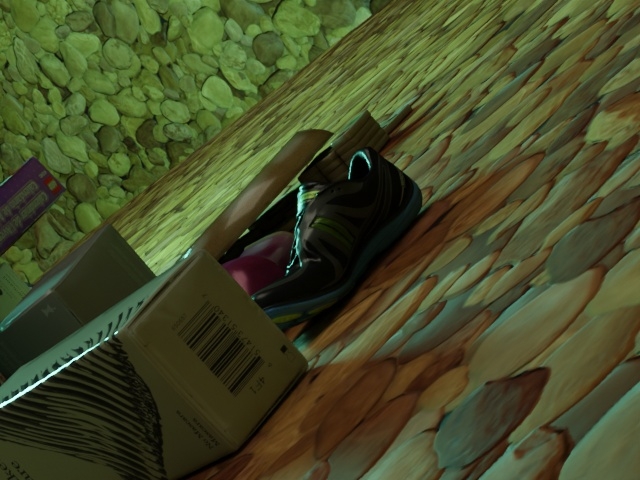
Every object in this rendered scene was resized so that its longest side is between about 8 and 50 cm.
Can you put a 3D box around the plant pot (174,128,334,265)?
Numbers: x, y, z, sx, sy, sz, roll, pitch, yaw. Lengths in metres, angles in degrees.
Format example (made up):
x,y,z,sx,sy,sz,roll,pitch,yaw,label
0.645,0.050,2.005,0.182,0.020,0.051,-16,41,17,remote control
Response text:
x,y,z,sx,sy,sz,roll,pitch,yaw,label
-0.077,-0.035,1.867,0.236,0.032,0.236,-47,2,2,plant pot

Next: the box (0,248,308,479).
x,y,z,sx,sy,sz,roll,pitch,yaw,label
-0.137,0.112,1.229,0.275,0.113,0.094,-34,12,50,box

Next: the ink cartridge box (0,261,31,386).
x,y,z,sx,sy,sz,roll,pitch,yaw,label
-0.346,0.136,1.902,0.092,0.158,0.218,-38,9,20,ink cartridge box

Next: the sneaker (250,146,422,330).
x,y,z,sx,sy,sz,roll,pitch,yaw,label
0.000,0.000,1.300,0.188,0.078,0.067,-48,10,-37,sneaker

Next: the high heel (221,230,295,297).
x,y,z,sx,sy,sz,roll,pitch,yaw,label
-0.114,0.082,1.432,0.244,0.082,0.117,-27,16,30,high heel

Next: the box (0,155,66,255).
x,y,z,sx,sy,sz,roll,pitch,yaw,label
-0.418,0.047,1.934,0.293,0.057,0.201,-39,9,30,box

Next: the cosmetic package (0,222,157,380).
x,y,z,sx,sy,sz,roll,pitch,yaw,label
-0.224,0.084,1.737,0.107,0.127,0.238,-37,7,18,cosmetic package

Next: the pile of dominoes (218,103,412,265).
x,y,z,sx,sy,sz,roll,pitch,yaw,label
-0.029,-0.054,1.870,0.251,0.040,0.196,-34,10,37,pile of dominoes

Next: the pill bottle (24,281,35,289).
x,y,z,sx,sy,sz,roll,pitch,yaw,label
-0.399,0.118,2.352,0.130,0.130,0.245,-42,8,-8,pill bottle
